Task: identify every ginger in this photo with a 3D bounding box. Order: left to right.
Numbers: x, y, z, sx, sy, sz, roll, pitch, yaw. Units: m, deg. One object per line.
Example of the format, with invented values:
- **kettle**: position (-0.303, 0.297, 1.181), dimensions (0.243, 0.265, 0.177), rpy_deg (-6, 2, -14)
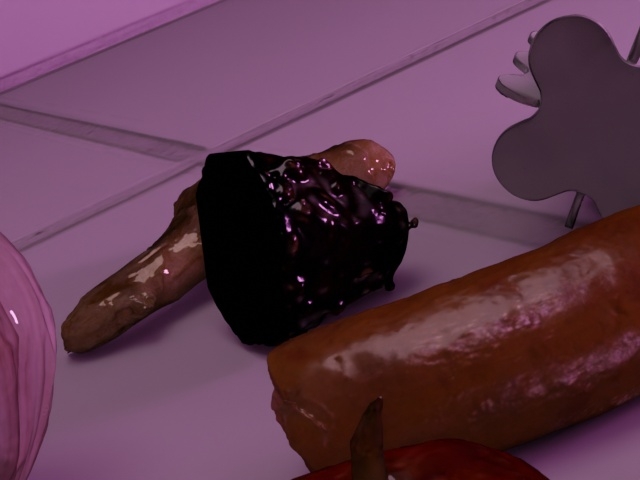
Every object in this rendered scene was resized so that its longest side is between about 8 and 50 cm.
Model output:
- **ginger**: position (-0.082, -0.009, 1.094), dimensions (0.148, 0.081, 0.334), rpy_deg (20, 41, 37)

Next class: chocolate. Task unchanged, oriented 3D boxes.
- **chocolate**: position (0.000, 0.000, 0.942), dimensions (0.133, 0.156, 0.156), rpy_deg (-7, 13, -27)

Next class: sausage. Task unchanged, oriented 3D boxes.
- **sausage**: position (0.105, 0.057, 0.704), dimensions (0.270, 0.109, 0.109), rpy_deg (-21, 20, -4)

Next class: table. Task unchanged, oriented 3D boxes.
- **table**: position (0.221, -0.108, 0.958), dimensions (0.166, 0.166, 0.198), rpy_deg (-11, 17, 22)

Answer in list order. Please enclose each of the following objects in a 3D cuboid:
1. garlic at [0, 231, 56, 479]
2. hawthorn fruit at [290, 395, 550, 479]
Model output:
- **garlic**: position (-0.303, 0.106, 0.736), dimensions (0.317, 0.259, 0.317), rpy_deg (-28, -7, -3)
- **hawthorn fruit**: position (0.026, 0.141, 0.402), dimensions (0.179, 0.200, 0.179), rpy_deg (-12, 23, 5)
